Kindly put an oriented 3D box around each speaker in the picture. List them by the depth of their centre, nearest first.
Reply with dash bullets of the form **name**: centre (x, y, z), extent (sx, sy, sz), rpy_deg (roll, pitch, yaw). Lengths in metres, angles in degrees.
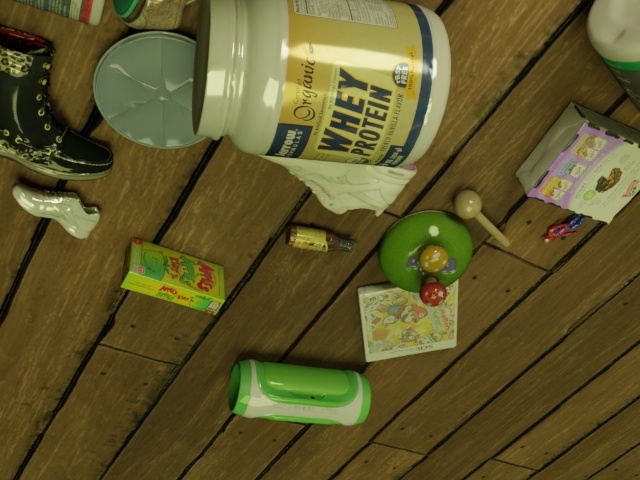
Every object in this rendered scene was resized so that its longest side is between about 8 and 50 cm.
- **speaker**: centre (-0.045, 0.334, 1.536), extent (0.296, 0.131, 0.131), rpy_deg (10, 130, -18)

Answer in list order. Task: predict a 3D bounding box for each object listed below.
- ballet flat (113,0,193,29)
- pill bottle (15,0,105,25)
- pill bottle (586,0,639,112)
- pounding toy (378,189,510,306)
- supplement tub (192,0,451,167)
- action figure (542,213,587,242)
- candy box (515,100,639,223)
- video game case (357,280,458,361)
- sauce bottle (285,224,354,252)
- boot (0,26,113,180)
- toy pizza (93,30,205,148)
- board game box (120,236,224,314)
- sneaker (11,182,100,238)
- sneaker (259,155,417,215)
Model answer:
- **ballet flat**: centre (-0.154, -0.398, 0.887), extent (0.106, 0.108, 0.316), rpy_deg (7, 139, -42)
- **pill bottle**: centre (-0.355, -0.347, 0.876), extent (0.180, 0.108, 0.108), rpy_deg (13, 129, -20)
- **pill bottle**: centre (0.575, -0.252, 1.056), extent (0.204, 0.204, 0.361), rpy_deg (-39, 127, 24)
- **pounding toy**: centre (0.228, 0.035, 1.307), extent (0.236, 0.110, 0.183), rpy_deg (-32, 121, 17)
- **supplement tub**: centre (-0.008, -0.223, 0.960), extent (0.316, 0.228, 0.228), rpy_deg (3, 131, -16)
- **action figure**: centre (0.484, -0.028, 1.365), extent (0.115, 0.030, 0.038), rpy_deg (-33, 134, 22)
- **candy box**: centre (0.477, -0.132, 1.240), extent (0.196, 0.070, 0.165), rpy_deg (16, 127, -22)
- **video game case**: centre (0.188, 0.167, 1.492), extent (0.206, 0.026, 0.227), rpy_deg (-10, 133, -1)
- **sauce bottle**: centre (0.000, 0.000, 1.298), extent (0.128, 0.042, 0.042), rpy_deg (9, 130, -15)
- **boot**: centre (-0.402, -0.193, 1.026), extent (0.236, 0.085, 0.179), rpy_deg (17, 125, -22)
- **toy pizza**: centre (-0.238, -0.226, 1.059), extent (0.201, 0.032, 0.201), rpy_deg (-5, 134, -5)
- **board game box**: centre (-0.266, 0.065, 1.278), extent (0.181, 0.092, 0.043), rpy_deg (20, 125, -25)
- **sneaker**: centre (-0.437, -0.062, 1.167), extent (0.061, 0.054, 0.152), rpy_deg (-44, 131, 16)
- **sneaker**: centre (0.004, -0.111, 1.147), extent (0.304, 0.114, 0.152), rpy_deg (14, 127, -21)
